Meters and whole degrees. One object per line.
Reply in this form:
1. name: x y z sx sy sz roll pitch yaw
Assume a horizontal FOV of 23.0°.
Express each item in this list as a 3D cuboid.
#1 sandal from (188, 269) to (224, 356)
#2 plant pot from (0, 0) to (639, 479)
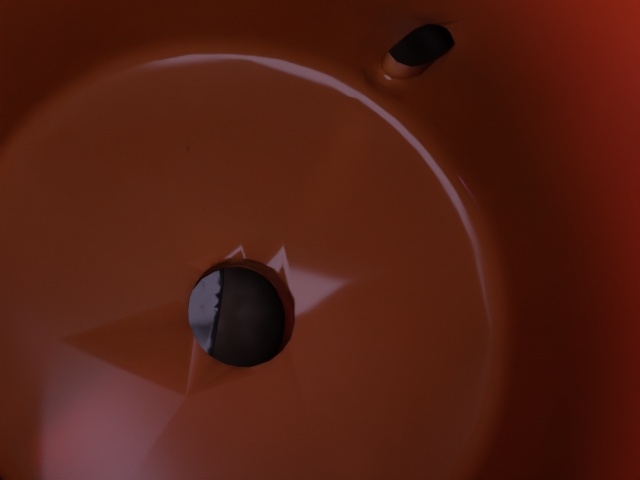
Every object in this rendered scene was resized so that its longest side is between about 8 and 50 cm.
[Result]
1. sandal: -0.065 0.075 0.516 0.067 0.040 0.179 7 88 -18
2. plant pot: 0.000 0.000 0.430 0.291 0.203 0.290 5 74 -18
